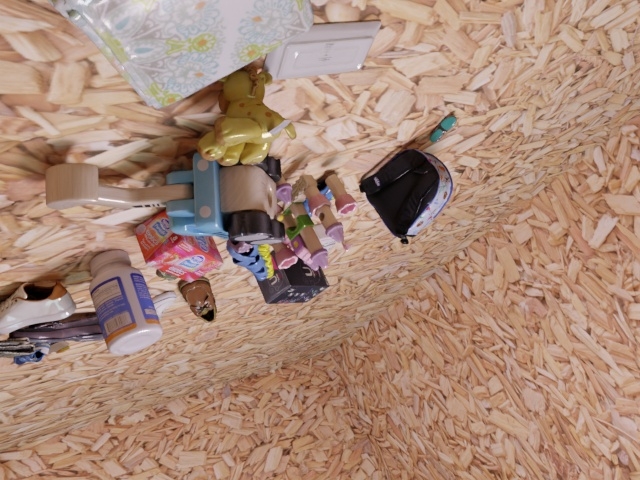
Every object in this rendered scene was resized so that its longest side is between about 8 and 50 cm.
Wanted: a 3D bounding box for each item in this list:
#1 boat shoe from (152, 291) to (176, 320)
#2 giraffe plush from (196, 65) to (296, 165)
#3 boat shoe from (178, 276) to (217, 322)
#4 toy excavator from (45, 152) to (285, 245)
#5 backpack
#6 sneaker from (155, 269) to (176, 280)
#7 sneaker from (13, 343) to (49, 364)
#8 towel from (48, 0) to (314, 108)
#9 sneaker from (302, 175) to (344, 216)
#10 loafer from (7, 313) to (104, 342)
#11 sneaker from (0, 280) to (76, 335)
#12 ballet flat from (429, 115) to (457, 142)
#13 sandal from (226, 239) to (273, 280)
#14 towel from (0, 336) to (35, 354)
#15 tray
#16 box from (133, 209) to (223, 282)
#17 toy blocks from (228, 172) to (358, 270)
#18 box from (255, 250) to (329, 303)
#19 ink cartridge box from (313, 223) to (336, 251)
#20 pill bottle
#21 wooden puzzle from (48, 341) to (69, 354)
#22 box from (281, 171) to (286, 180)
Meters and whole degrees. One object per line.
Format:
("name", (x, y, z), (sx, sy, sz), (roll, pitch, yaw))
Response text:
("boat shoe", (-0.611, 0.270, 1.954), (0.226, 0.076, 0.083), (-32, 158, 13))
("giraffe plush", (-0.163, -0.274, 1.116), (0.210, 0.171, 0.181), (-24, 166, 26))
("boat shoe", (-0.443, 0.227, 2.012), (0.110, 0.105, 0.307), (-25, 159, -6))
("toy excavator", (-0.335, -0.097, 1.262), (0.444, 0.223, 0.433), (-6, 174, 7))
("backpack", (0.314, -0.168, 1.806), (0.213, 0.277, 0.263), (-10, 147, -47))
("sneaker", (-0.485, 0.088, 1.695), (0.086, 0.064, 0.192), (-31, 162, -2))
("sneaker", (-0.977, 0.386, 1.805), (0.144, 0.059, 0.053), (-32, 144, 10))
("towel", (-0.207, -0.398, 0.889), (0.374, 0.090, 0.320), (-27, 162, 1))
("sneaker", (-0.022, -0.142, 1.733), (0.209, 0.069, 0.082), (-35, 134, 31))
("loafer", (-0.843, 0.279, 1.722), (0.109, 0.095, 0.302), (-5, 170, 37))
("sneaker", (-0.844, 0.177, 1.484), (0.289, 0.106, 0.123), (-15, 122, -8))
("ballet flat", (0.400, -0.367, 1.741), (0.041, 0.041, 0.114), (-4, 149, -45))
("sandal", (-0.241, 0.047, 1.835), (0.138, 0.126, 0.317), (-20, 150, -9))
("towel", (-1.009, 0.297, 1.464), (0.324, 0.056, 0.312), (-10, 164, 26))
("tray", (0.007, -0.411, 1.180), (0.270, 0.030, 0.145), (-16, 155, -27))
("box", (-0.406, 0.019, 1.554), (0.128, 0.123, 0.257), (-30, 159, 5))
("toy blocks", (-0.061, -0.013, 1.550), (0.308, 0.260, 0.288), (-3, 148, -46))
("box", (-0.115, 0.148, 2.132), (0.143, 0.165, 0.270), (-37, 157, 26))
("ink cartridge box", (0.000, 0.000, 2.067), (0.109, 0.063, 0.150), (-11, 154, -34))
("pill bottle", (-0.560, 0.169, 1.510), (0.152, 0.272, 0.152), (-23, 158, -10))
("wooden puzzle", (-0.942, 0.378, 1.903), (0.078, 0.014, 0.116), (-24, 159, -19))
("box", (-0.191, -0.109, 1.609), (0.175, 0.051, 0.220), (-21, 158, -14))
